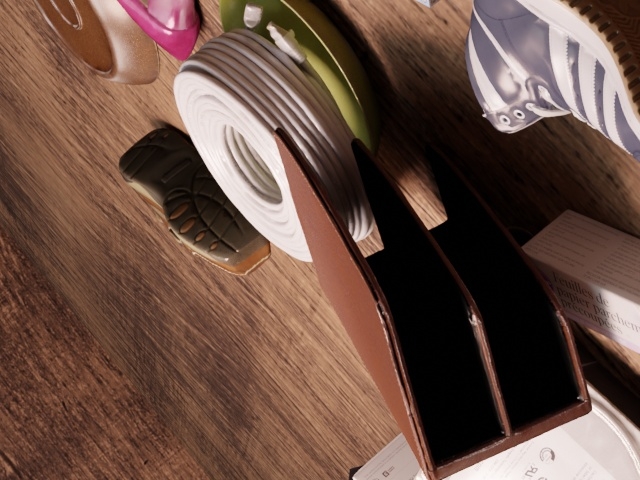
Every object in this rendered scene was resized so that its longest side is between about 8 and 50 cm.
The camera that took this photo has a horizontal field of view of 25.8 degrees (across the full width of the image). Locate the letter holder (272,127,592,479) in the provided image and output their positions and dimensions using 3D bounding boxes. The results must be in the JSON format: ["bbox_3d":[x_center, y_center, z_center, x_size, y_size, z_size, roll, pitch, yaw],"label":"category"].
[{"bbox_3d":[0.085,0.015,1.207,0.302,0.152,0.214,-120,9,-54],"label":"letter holder"}]

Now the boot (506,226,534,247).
[{"bbox_3d":[0.187,0.028,1.302,0.118,0.042,0.087,13,130,61],"label":"boot"}]

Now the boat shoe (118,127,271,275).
[{"bbox_3d":[-0.153,-0.041,1.870,0.324,0.122,0.120,44,166,48],"label":"boat shoe"}]

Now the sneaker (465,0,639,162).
[{"bbox_3d":[0.199,-0.097,0.944,0.282,0.099,0.153,52,158,23],"label":"sneaker"}]

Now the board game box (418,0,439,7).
[{"bbox_3d":[0.050,-0.269,1.103,0.103,0.026,0.154,37,156,39],"label":"board game box"}]

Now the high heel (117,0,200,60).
[{"bbox_3d":[-0.235,-0.308,1.619,0.244,0.082,0.117,33,146,16],"label":"high heel"}]

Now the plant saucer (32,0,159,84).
[{"bbox_3d":[-0.327,-0.328,1.850,0.310,0.050,0.310,46,161,21],"label":"plant saucer"}]

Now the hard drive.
[{"bbox_3d":[0.259,0.270,1.305,0.339,0.064,0.237,44,117,24],"label":"hard drive"}]

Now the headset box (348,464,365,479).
[{"bbox_3d":[0.129,0.466,1.832,0.283,0.131,0.246,-79,-32,-57],"label":"headset box"}]

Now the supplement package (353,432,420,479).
[{"bbox_3d":[0.169,0.306,1.574,0.145,0.204,0.262,39,157,31],"label":"supplement package"}]

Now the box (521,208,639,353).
[{"bbox_3d":[0.289,0.062,1.078,0.324,0.067,0.063,28,149,49],"label":"box"}]

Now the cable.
[{"bbox_3d":[-0.046,-0.094,1.427,0.257,0.089,0.257,53,162,-2],"label":"cable"}]

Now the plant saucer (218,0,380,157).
[{"bbox_3d":[-0.014,-0.169,1.415,0.241,0.037,0.241,46,161,21],"label":"plant saucer"}]
